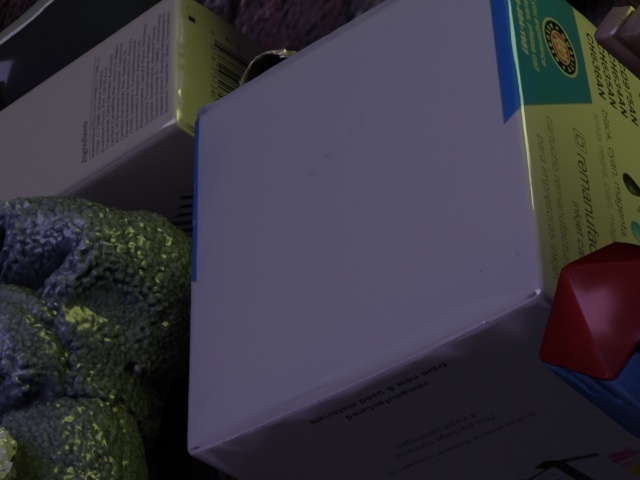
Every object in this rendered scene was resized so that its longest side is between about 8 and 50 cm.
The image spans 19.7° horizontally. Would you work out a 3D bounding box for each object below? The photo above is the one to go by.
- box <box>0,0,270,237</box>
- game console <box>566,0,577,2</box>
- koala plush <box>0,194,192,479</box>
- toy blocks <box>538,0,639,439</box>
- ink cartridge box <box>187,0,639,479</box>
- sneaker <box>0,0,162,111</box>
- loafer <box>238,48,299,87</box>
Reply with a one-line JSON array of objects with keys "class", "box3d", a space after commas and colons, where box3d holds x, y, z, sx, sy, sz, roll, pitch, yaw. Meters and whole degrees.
[{"class": "box", "box3d": [-0.153, -0.037, 1.180, 0.275, 0.094, 0.113, -28, 48, 34]}, {"class": "game console", "box3d": [0.161, -0.310, 1.031, 0.213, 0.044, 0.361, 34, 84, 35]}, {"class": "koala plush", "box3d": [-0.149, 0.107, 1.015, 0.203, 0.196, 0.221, -26, 44, 22]}, {"class": "toy blocks", "box3d": [0.212, -0.038, 0.595, 0.381, 0.261, 0.191, -56, 20, -9]}, {"class": "ink cartridge box", "box3d": [0.084, 0.031, 0.769, 0.168, 0.232, 0.171, -27, 48, 31]}, {"class": "sneaker", "box3d": [-0.179, -0.096, 1.254, 0.222, 0.083, 0.118, -50, 40, 10]}, {"class": "loafer", "box3d": [0.000, 0.000, 0.991, 0.102, 0.092, 0.268, -39, 43, 24]}]
